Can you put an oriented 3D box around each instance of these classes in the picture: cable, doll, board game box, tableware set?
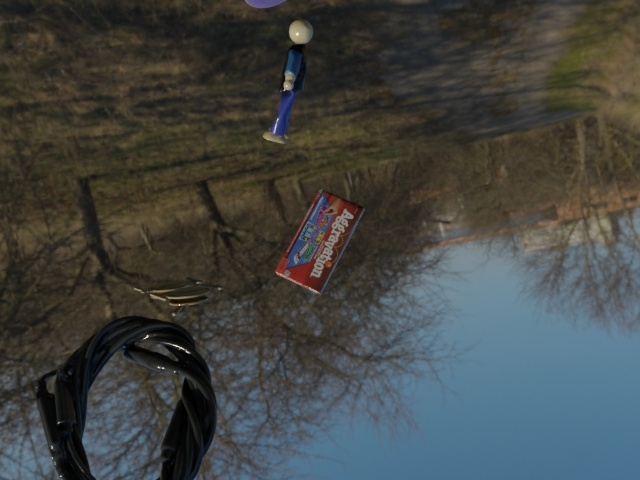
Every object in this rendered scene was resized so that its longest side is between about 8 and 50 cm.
[{"bbox_3d":[-0.161,0.157,0.528,0.150,0.184,0.047,-27,148,-11],"label":"cable"},{"bbox_3d":[-0.046,-0.250,0.956,0.046,0.189,0.129,17,-158,1],"label":"doll"},{"bbox_3d":[0.000,0.000,1.721,0.145,0.281,0.027,24,164,13],"label":"board game box"},{"bbox_3d":[-0.288,0.113,1.225,0.128,0.039,0.194,-9,-172,-33],"label":"tableware set"}]

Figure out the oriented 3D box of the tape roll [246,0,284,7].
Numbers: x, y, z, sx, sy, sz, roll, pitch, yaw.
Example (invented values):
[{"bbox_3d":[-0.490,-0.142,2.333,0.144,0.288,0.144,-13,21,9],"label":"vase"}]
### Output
[{"bbox_3d":[-0.116,-0.647,1.427,0.189,0.080,0.189,-27,167,-7],"label":"tape roll"}]
